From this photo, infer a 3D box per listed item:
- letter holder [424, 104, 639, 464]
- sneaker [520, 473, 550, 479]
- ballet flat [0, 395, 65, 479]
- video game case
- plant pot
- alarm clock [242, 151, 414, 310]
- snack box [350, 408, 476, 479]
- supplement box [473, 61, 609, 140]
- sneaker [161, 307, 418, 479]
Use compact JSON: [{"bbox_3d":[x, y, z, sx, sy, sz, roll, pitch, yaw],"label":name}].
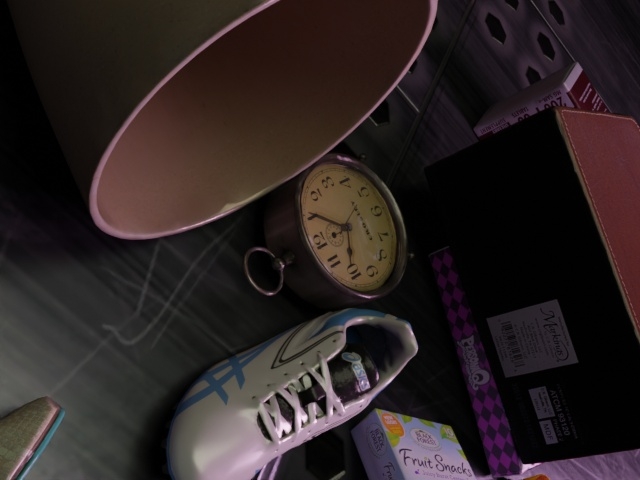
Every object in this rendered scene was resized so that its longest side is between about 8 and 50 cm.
[{"bbox_3d":[0.265,0.037,0.771,0.215,0.152,0.301,-8,77,-47],"label":"letter holder"},{"bbox_3d":[0.267,0.290,0.785,0.175,0.064,0.067,42,37,-28],"label":"sneaker"},{"bbox_3d":[-0.193,0.142,0.396,0.052,0.057,0.168,36,49,-16],"label":"ballet flat"},{"bbox_3d":[0.222,0.113,0.833,0.210,0.042,0.231,-3,74,-46],"label":"video game case"},{"bbox_3d":[-0.106,-0.186,0.517,0.257,0.256,0.274,-22,72,-48],"label":"plant pot"},{"bbox_3d":[0.000,0.000,0.646,0.192,0.064,0.129,-27,92,-50],"label":"alarm clock"},{"bbox_3d":[0.091,0.209,0.620,0.100,0.037,0.141,23,30,-38],"label":"snack box"},{"bbox_3d":[0.310,-0.080,0.946,0.239,0.130,0.073,53,43,-12],"label":"supplement box"},{"bbox_3d":[-0.015,0.108,0.566,0.237,0.086,0.085,-26,93,-47],"label":"sneaker"}]
